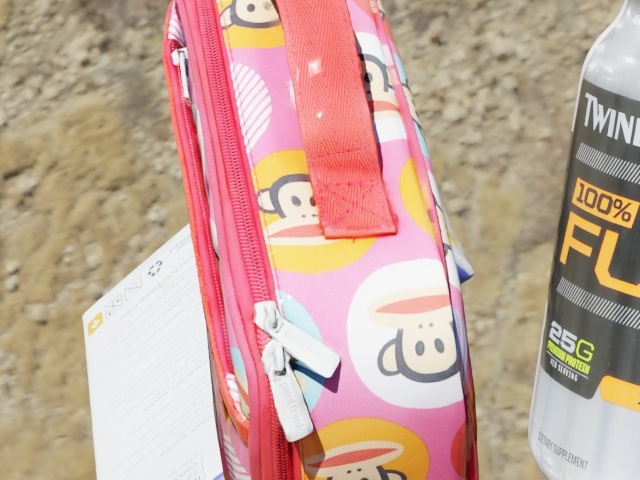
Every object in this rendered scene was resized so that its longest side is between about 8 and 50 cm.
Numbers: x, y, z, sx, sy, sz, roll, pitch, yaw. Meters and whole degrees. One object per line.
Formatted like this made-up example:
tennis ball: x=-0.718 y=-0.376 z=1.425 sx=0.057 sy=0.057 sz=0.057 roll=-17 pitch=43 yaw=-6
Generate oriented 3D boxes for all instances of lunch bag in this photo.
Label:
lunch bag: x=0.000 y=0.000 z=0.829 sx=0.120 sy=0.258 sz=0.293 roll=-9 pitch=48 yaw=-4

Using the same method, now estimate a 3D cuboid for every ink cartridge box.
ink cartridge box: x=-0.037 y=0.063 z=1.274 sx=0.072 sy=0.303 sz=0.307 roll=43 pitch=16 yaw=-32

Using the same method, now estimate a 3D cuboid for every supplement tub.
supplement tub: x=0.233 y=-0.003 z=1.040 sx=0.193 sy=0.193 sz=0.316 roll=-5 pitch=108 yaw=-38
